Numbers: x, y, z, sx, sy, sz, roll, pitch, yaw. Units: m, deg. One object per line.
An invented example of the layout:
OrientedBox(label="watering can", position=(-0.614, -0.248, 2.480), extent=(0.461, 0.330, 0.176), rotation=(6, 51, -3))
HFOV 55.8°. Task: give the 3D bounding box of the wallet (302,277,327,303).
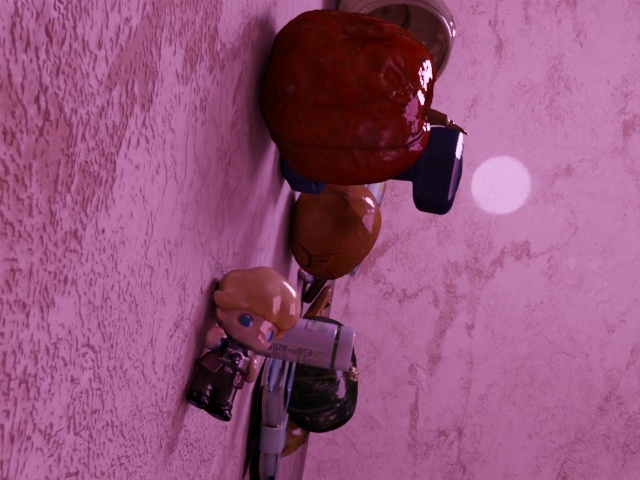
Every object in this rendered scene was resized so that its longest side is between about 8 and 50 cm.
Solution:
OrientedBox(label="wallet", position=(0.021, 0.085, 1.831), extent=(0.230, 0.042, 0.124), rotation=(-59, -178, 36))

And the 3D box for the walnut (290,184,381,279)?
OrientedBox(label="walnut", position=(0.027, -0.016, 1.354), extent=(0.298, 0.202, 0.203), rotation=(98, 4, -51))

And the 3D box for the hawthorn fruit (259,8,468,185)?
OrientedBox(label="hawthorn fruit", position=(0.039, -0.203, 0.860), extent=(0.258, 0.261, 0.259), rotation=(-9, 102, -46))

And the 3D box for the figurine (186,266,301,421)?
OrientedBox(label="figurine", position=(-0.102, 0.122, 0.762), extent=(0.108, 0.114, 0.196), rotation=(-47, -166, 54))

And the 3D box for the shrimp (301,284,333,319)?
OrientedBox(label="shrimp", position=(-0.022, 0.232, 1.801), extent=(0.267, 0.061, 0.145), rotation=(-51, 176, -43))

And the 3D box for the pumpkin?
OrientedBox(label="pumpkin", position=(0.003, 0.344, 1.573), extent=(0.300, 0.207, 0.301), rotation=(-9, 90, -76))

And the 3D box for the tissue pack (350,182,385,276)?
OrientedBox(label="tissue pack", position=(0.114, -0.082, 2.166), extent=(0.287, 0.162, 0.388), rotation=(61, 47, -80))

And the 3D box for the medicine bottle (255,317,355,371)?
OrientedBox(label="medicine bottle", position=(-0.029, 0.194, 1.161), extent=(0.086, 0.183, 0.086), rotation=(10, 90, -86))

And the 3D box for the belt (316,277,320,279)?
OrientedBox(label="belt", position=(0.000, 0.000, 1.674), extent=(0.071, 0.053, 0.232), rotation=(-83, 170, -66))

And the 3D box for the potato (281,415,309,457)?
OrientedBox(label="potato", position=(-0.071, 0.505, 1.693), extent=(0.272, 0.111, 0.160), rotation=(-65, 162, -74))

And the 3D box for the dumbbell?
OrientedBox(label="dumbbell", position=(0.094, -0.145, 1.102), extent=(0.144, 0.324, 0.160), rotation=(86, 17, -48))

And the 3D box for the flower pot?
OrientedBox(label="flower pot", position=(0.163, -0.515, 1.460), extent=(0.308, 0.307, 0.244), rotation=(93, -7, -51))

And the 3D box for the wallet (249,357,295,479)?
OrientedBox(label="wallet", position=(-0.106, 0.380, 1.305), extent=(0.176, 0.074, 0.251), rotation=(-84, -178, -72))

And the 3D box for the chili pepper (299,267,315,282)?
OrientedBox(label="chili pepper", position=(-0.036, 0.094, 1.696), extent=(0.153, 0.041, 0.050), rotation=(74, -9, -79))
